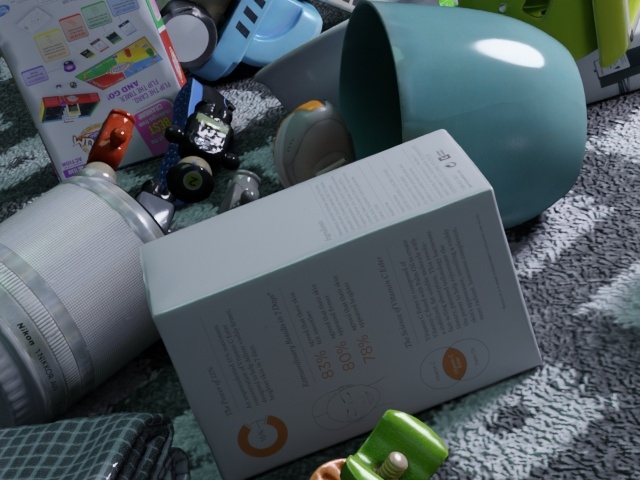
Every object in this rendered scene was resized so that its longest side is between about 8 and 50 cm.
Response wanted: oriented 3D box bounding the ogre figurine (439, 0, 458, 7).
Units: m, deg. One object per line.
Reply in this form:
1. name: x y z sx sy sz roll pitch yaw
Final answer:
1. ogre figurine: 0.147 -0.345 2.196 0.197 0.097 0.118 -21 5 -35

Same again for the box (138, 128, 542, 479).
1. box: 0.018 0.065 1.409 0.345 0.215 0.168 -21 27 -2

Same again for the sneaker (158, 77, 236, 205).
1. sneaker: -0.175 -0.137 2.042 0.081 0.090 0.232 -38 35 44

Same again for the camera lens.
1. camera lens: -0.310 0.072 1.602 0.219 0.219 0.274 13 42 46

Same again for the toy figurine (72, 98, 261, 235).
1. toy figurine: -0.192 -0.061 1.783 0.213 0.209 0.148 -3 48 18

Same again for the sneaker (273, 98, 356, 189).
1. sneaker: 0.025 -0.031 1.541 0.099 0.262 0.121 -26 37 -21

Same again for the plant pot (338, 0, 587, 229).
1. plant pot: 0.167 -0.134 1.612 0.235 0.293 0.293 -3 25 -12

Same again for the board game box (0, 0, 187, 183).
1. board game box: -0.342 -0.262 2.118 0.242 0.316 0.064 -16 27 6

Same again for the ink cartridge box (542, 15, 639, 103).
1. ink cartridge box: 0.404 -0.269 1.888 0.208 0.087 0.153 -16 29 7

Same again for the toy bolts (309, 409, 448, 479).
1. toy bolts: 0.045 0.291 1.128 0.218 0.158 0.228 39 41 12

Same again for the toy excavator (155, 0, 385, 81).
1. toy excavator: -0.026 -0.429 2.347 0.433 0.445 0.222 -59 25 15

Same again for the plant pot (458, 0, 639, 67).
1. plant pot: 0.302 -0.349 1.779 0.207 0.228 0.227 1 36 23

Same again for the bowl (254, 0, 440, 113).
1. bowl: 0.064 -0.241 1.962 0.298 0.134 0.298 -27 3 1

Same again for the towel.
1. towel: -0.276 0.282 1.313 0.235 0.121 0.283 -9 30 22
